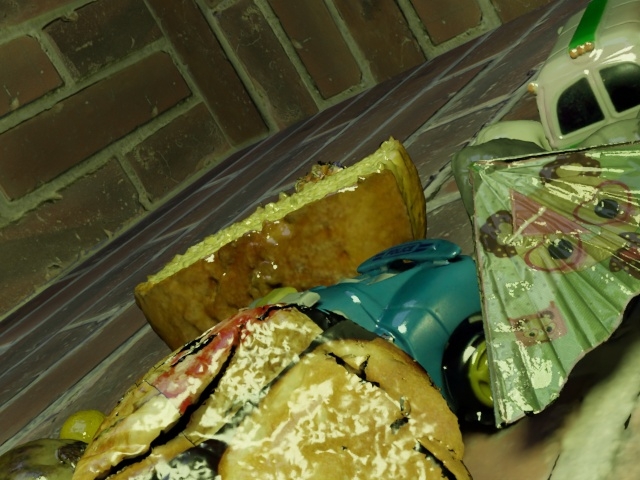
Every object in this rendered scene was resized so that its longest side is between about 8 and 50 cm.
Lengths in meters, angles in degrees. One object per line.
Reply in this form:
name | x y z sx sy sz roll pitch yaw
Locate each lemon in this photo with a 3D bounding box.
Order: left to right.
lemon | -0.277 0.233 1.062 0.062 0.062 0.083 -28 11 12

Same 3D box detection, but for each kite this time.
kite | 0.205 0.002 0.641 0.323 0.013 0.268 -44 51 -16

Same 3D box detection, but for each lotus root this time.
lotus root | -0.275 0.259 0.817 0.214 0.138 0.138 -30 13 6

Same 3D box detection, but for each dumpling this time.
dumpling | 0.255 -0.095 1.091 0.134 0.100 0.169 6 -9 -5

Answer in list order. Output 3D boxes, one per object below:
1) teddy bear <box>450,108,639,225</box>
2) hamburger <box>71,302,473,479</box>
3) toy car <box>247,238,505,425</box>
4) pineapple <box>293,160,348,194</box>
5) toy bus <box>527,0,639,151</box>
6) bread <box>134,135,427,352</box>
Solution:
teddy bear | 0.236 -0.019 0.752 0.251 0.144 0.171 -8 56 23
hamburger | -0.020 0.151 0.496 0.231 0.231 0.107 -36 -25 -24
toy car | 0.001 0.115 0.673 0.314 0.166 0.198 -37 11 -25
pineapple | 0.002 0.003 1.097 0.137 0.161 0.176 -41 36 -18
toy bus | 0.321 -0.158 0.939 0.143 0.179 0.305 -23 15 31
bread | -0.019 0.047 0.933 0.340 0.179 0.194 -27 11 28
